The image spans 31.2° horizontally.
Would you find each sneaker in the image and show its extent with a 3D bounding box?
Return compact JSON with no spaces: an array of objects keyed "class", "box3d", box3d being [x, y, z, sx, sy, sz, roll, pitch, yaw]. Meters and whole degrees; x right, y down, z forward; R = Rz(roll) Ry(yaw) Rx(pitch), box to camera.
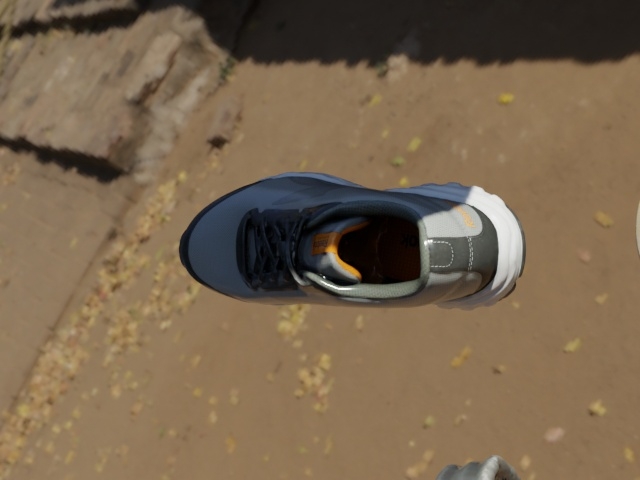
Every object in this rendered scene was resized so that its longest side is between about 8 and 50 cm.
[{"class":"sneaker","box3d":[0.000,0.000,0.796,0.271,0.108,0.100,-1,91,37]}]

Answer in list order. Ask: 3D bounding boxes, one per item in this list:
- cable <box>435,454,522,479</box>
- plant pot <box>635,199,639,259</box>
[{"class":"cable","box3d":[0.122,0.166,0.496,0.072,0.287,0.139,-9,39,20]},{"class":"plant pot","box3d":[0.392,-0.017,0.957,0.254,0.239,0.254,6,99,40]}]
